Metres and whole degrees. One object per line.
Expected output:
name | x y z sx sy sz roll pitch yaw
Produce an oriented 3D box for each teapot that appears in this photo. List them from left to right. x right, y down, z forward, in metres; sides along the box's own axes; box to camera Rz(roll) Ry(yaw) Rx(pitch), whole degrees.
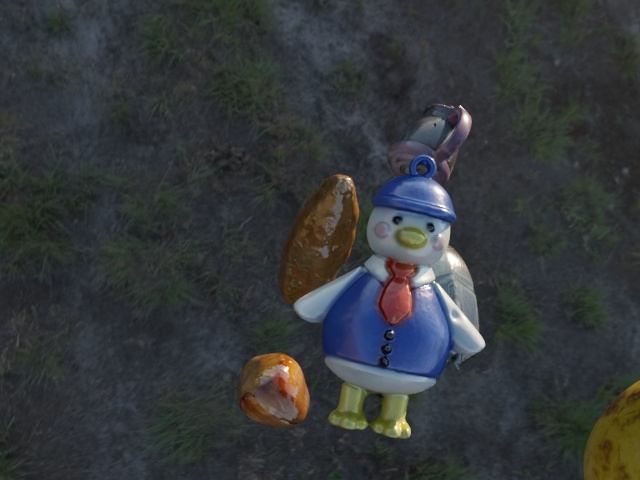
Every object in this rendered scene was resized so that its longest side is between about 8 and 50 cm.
teapot | 0.195 -0.178 1.272 0.116 0.148 0.146 26 67 10

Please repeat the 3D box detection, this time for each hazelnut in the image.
hazelnut | -0.092 0.299 1.417 0.150 0.150 0.150 8 68 -22

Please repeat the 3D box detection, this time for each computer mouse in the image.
computer mouse | 0.197 0.091 1.161 0.126 0.071 0.231 8 58 -23

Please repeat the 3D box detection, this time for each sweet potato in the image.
sweet potato | 0.000 0.000 0.994 0.097 0.251 0.097 12 46 -12

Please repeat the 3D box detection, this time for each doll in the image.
doll | 0.039 0.026 0.369 0.099 0.057 0.142 13 87 3

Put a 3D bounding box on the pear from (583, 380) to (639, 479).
pear | 0.463 0.287 0.883 0.281 0.281 0.280 8 68 -22
